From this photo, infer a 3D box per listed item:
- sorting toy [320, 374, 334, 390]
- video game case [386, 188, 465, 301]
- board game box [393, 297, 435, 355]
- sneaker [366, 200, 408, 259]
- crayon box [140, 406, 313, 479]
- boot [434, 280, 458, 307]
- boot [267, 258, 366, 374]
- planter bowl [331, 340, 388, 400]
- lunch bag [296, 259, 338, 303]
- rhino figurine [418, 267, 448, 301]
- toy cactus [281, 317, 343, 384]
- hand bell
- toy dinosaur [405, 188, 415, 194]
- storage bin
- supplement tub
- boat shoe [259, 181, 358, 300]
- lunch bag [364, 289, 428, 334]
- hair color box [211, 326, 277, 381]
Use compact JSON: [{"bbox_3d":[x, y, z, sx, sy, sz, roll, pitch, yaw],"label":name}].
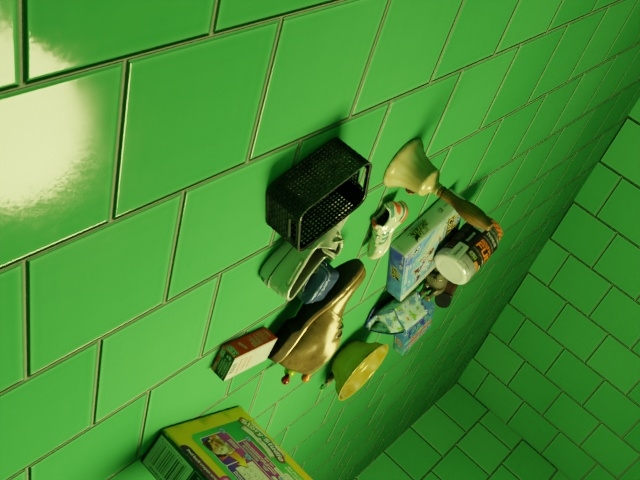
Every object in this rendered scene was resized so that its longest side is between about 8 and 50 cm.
[{"bbox_3d":[0.029,0.427,2.307,0.083,0.012,0.062,-41,162,-30],"label":"sorting toy"},{"bbox_3d":[0.288,0.017,2.076,0.244,0.061,0.270,-43,157,-19],"label":"video game case"},{"bbox_3d":[0.326,0.303,2.632,0.160,0.047,0.210,-43,158,-16],"label":"board game box"},{"bbox_3d":[0.135,-0.026,1.735,0.075,0.057,0.161,2,128,-43],"label":"sneaker"},{"bbox_3d":[-0.162,0.544,1.652,0.106,0.363,0.313,-55,158,13],"label":"crayon box"},{"bbox_3d":[0.447,0.118,2.565,0.106,0.082,0.219,-58,168,-53],"label":"boot"},{"bbox_3d":[0.015,0.172,1.679,0.305,0.115,0.112,-50,-161,14],"label":"boot"},{"bbox_3d":[0.097,0.364,2.230,0.217,0.090,0.217,-41,157,-22],"label":"planter bowl"},{"bbox_3d":[-0.013,0.083,1.589,0.065,0.067,0.098,-9,135,-59],"label":"lunch bag"},{"bbox_3d":[0.367,0.095,2.340,0.106,0.073,0.243,-31,150,-32],"label":"rhino figurine"},{"bbox_3d":[-0.018,0.243,1.834,0.219,0.112,0.180,-61,175,21],"label":"toy cactus"},{"bbox_3d":[0.263,-0.096,1.595,0.126,0.242,0.126,-41,157,-21],"label":"hand bell"},{"bbox_3d":[0.235,-0.132,1.761,0.082,0.047,0.090,-30,168,-1],"label":"toy dinosaur"},{"bbox_3d":[-0.003,-0.081,1.320,0.180,0.084,0.122,-38,156,-26],"label":"storage bin"},{"bbox_3d":[0.415,0.022,2.090,0.190,0.117,0.117,-44,158,-22],"label":"supplement tub"},{"bbox_3d":[0.000,0.000,1.450,0.267,0.088,0.096,-46,158,-9],"label":"boat shoe"},{"bbox_3d":[0.215,0.215,2.207,0.128,0.096,0.151,-31,-175,-39],"label":"lunch bag"},{"bbox_3d":[-0.160,0.239,1.592,0.141,0.043,0.072,-19,143,-54],"label":"hair color box"}]
